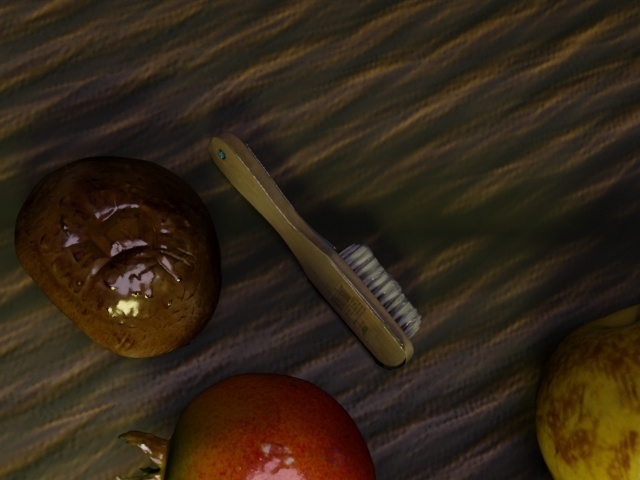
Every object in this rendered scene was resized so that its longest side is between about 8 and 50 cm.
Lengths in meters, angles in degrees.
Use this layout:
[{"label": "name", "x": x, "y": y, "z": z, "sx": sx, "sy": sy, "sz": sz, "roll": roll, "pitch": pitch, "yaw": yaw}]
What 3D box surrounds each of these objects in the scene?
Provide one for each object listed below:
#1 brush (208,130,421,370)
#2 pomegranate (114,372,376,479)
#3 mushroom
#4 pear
[{"label": "brush", "x": 0.000, "y": 0.000, "z": 1.096, "sx": 0.065, "sy": 0.070, "sz": 0.327, "roll": -40, "pitch": 87, "yaw": -30}, {"label": "pomegranate", "x": -0.074, "y": 0.235, "z": 0.967, "sx": 0.257, "sy": 0.221, "sz": 0.220, "roll": 9, "pitch": 80, "yaw": -5}, {"label": "mushroom", "x": -0.201, "y": 0.006, "z": 1.023, "sx": 0.231, "sy": 0.138, "sz": 0.194, "roll": 38, "pitch": 78, "yaw": -1}, {"label": "pear", "x": 0.367, "y": 0.192, "z": 1.017, "sx": 0.281, "sy": 0.281, "sz": 0.280, "roll": 1, "pitch": 81, "yaw": -8}]
